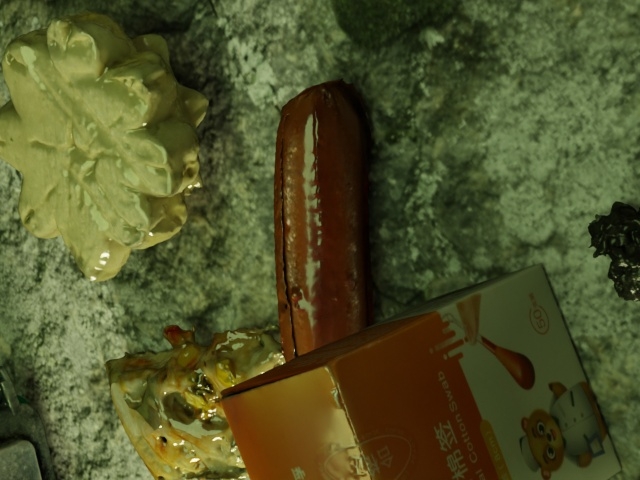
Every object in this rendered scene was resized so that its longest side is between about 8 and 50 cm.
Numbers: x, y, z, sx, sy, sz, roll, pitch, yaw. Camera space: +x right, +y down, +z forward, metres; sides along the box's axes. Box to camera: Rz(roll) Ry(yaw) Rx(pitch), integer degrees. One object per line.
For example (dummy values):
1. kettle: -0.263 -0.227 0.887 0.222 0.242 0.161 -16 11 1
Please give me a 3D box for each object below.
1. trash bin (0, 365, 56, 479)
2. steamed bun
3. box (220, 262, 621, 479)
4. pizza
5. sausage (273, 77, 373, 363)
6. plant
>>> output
1. trash bin: -0.529 0.326 2.127 0.381 0.259 0.295 -4 101 43
2. steamed bun: -0.232 -0.110 1.824 0.292 0.137 0.295 1 110 38
3. box: 0.095 0.177 1.500 0.143 0.341 0.225 -22 89 42
4. pizza: -0.124 0.179 1.863 0.297 0.071 0.189 -18 91 41
5. sausage: 0.000 0.000 1.685 0.102 0.102 0.330 12 111 37
6. plant: 0.298 0.041 1.471 0.174 0.087 0.085 61 161 13
